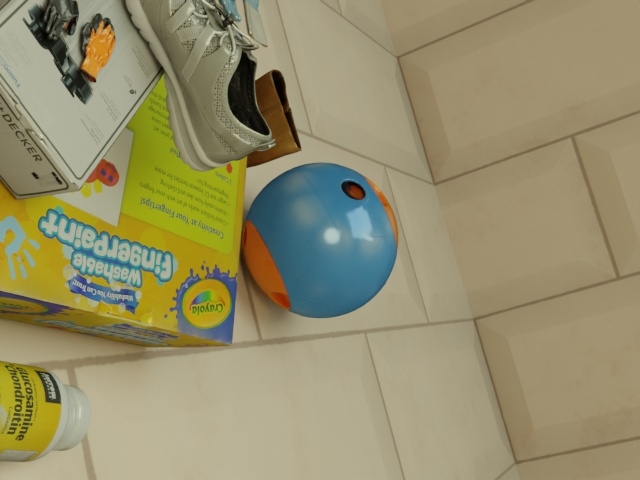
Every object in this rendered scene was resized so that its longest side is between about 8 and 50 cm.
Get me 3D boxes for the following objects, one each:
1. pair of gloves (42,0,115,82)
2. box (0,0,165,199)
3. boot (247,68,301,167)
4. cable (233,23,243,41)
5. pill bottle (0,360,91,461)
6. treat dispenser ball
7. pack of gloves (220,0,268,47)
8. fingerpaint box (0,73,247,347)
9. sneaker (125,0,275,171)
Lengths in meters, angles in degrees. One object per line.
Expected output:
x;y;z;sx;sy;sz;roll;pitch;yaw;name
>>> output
-0.226;-0.200;0.773;0.083;0.010;0.074;47;46;-48;pair of gloves
-0.252;-0.200;0.830;0.169;0.087;0.290;61;36;-37;box
-0.146;-0.097;1.276;0.096;0.280;0.264;31;45;-56;boot
-0.232;-0.471;1.638;0.287;0.072;0.139;54;41;-38;cable
-0.335;0.181;0.868;0.184;0.103;0.103;28;47;-58;pill bottle
0.000;0.000;1.518;0.288;0.288;0.288;47;33;-43;treat dispenser ball
-0.177;-0.588;1.889;0.195;0.046;0.232;20;55;-60;pack of gloves
-0.282;-0.076;1.024;0.445;0.163;0.371;26;63;-59;fingerpaint box
-0.116;-0.216;0.869;0.105;0.115;0.281;-48;128;-54;sneaker
